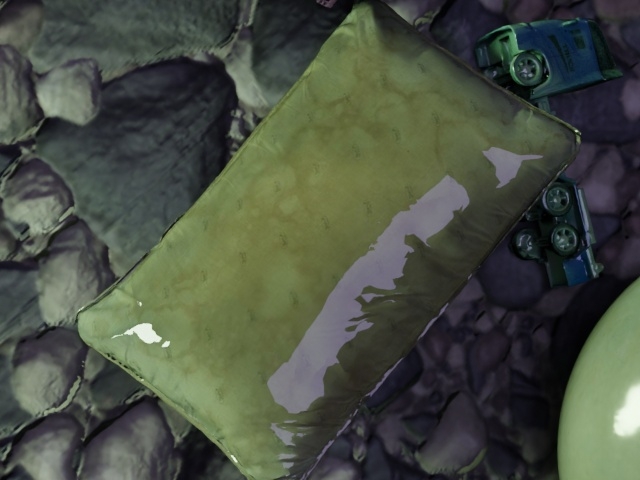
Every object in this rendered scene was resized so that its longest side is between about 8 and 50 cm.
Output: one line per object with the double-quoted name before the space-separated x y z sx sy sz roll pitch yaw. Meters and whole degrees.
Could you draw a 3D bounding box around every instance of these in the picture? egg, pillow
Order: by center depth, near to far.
"pillow" 0.000 0.000 0.905 0.185 0.075 0.302 37 81 19
"egg" 0.255 0.099 0.910 0.253 0.186 0.186 -39 95 -11

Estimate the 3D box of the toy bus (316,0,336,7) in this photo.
"toy bus" 0.022 -0.245 0.937 0.098 0.087 0.178 29 78 -7

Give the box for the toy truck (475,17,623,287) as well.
"toy truck" 0.161 -0.060 0.963 0.081 0.067 0.175 -13 90 -18
